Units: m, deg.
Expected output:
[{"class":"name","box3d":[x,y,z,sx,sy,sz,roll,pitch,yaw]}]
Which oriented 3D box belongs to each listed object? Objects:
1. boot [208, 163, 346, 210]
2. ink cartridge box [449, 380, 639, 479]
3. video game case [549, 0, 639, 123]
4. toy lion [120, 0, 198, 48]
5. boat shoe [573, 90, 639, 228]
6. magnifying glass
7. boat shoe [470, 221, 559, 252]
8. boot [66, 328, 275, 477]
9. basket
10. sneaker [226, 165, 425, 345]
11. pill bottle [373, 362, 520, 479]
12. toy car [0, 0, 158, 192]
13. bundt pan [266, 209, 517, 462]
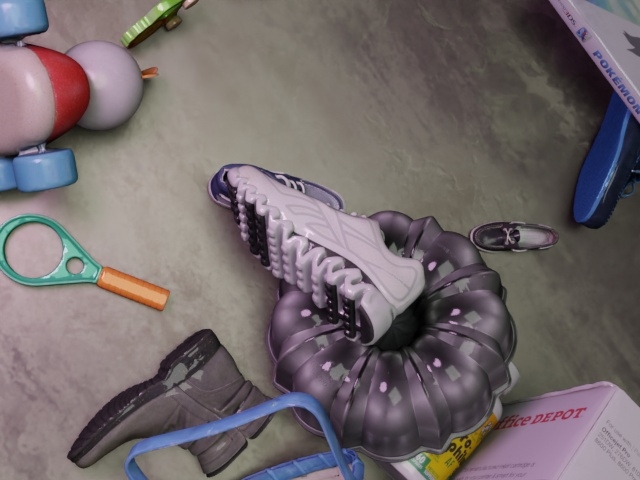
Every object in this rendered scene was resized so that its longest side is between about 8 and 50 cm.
[{"class":"boot","box3d":[-0.051,-0.057,1.356,0.190,0.086,0.069,8,82,-13]},{"class":"ink cartridge box","box3d":[0.231,0.380,1.240,0.166,0.285,0.395,45,65,-6]},{"class":"video game case","box3d":[0.504,-0.326,1.499,0.329,0.036,0.300,-40,94,-31]},{"class":"toy lion","box3d":[-0.215,-0.287,1.337,0.096,0.100,0.034,-41,96,-33]},{"class":"boat shoe","box3d":[0.448,-0.127,1.476,0.089,0.109,0.258,28,81,-13]},{"class":"magnifying glass","box3d":[-0.305,0.036,1.317,0.231,0.026,0.092,23,79,-11]},{"class":"boat shoe","box3d":[0.275,-0.004,1.454,0.125,0.038,0.046,5,83,-13]},{"class":"boot","box3d":[-0.181,0.243,1.300,0.246,0.083,0.161,-39,102,-11]},{"class":"basket","box3d":[-0.066,0.327,1.224,0.255,0.201,0.289,-18,116,19]},{"class":"sneaker","box3d":[0.000,0.000,1.231,0.118,0.110,0.292,-36,61,-25]},{"class":"pill bottle","box3d":[0.165,0.231,1.362,0.117,0.117,0.208,46,76,-5]},{"class":"toy car","box3d":[-0.315,-0.187,1.284,0.238,0.210,0.219,-18,103,-43]},{"class":"bundt pan","box3d":[0.088,0.103,1.291,0.331,0.124,0.330,-1,67,3]}]
